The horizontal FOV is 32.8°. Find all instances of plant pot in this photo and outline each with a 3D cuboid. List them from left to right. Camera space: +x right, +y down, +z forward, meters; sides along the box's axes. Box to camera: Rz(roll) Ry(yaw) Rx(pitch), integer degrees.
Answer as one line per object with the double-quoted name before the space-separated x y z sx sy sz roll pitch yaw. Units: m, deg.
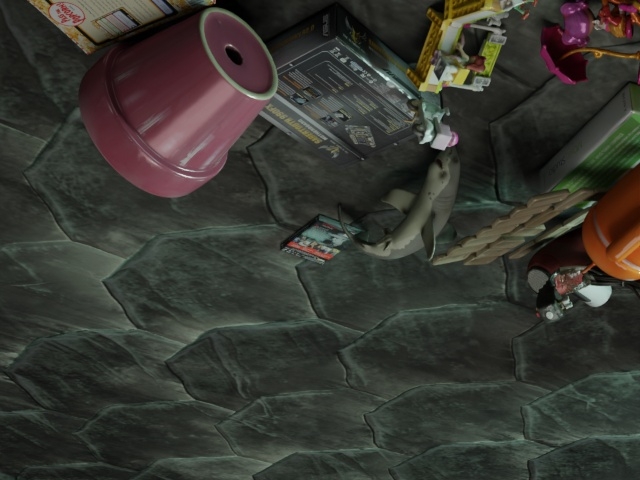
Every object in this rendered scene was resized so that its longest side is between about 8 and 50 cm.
"plant pot" -0.158 -0.178 1.315 0.180 0.201 0.201 -32 137 31

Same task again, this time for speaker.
"speaker" 0.441 0.065 1.856 0.055 0.055 0.136 -24 142 35

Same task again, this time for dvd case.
"dvd case" 0.000 0.000 1.799 0.087 0.013 0.119 20 146 -28

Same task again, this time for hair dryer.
"hair dryer" 0.423 0.049 1.629 0.224 0.293 0.080 -5 115 8

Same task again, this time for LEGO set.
"LEGO set" 0.200 -0.240 1.297 0.107 0.132 0.287 5 144 -23

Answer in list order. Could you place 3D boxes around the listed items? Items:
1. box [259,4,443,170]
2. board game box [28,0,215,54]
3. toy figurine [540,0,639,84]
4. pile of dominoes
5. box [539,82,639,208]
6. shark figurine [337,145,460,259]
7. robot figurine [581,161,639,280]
"box" 0.024 -0.193 1.433 0.183 0.056 0.231 -22 142 35
"board game box" -0.242 -0.303 1.268 0.193 0.045 0.147 -15 146 25
"toy figurine" 0.343 -0.247 1.302 0.159 0.130 0.173 2 128 17
"pile of dominoes" 0.298 -0.032 1.589 0.196 0.040 0.251 -1 155 -41
"box" 0.514 -0.105 1.569 0.322 0.058 0.232 11 148 -19
"shark figurine" 0.140 -0.012 1.641 0.116 0.166 0.278 11 150 -35
"robot figurine" 0.447 -0.031 1.482 0.128 0.158 0.219 21 134 -21
